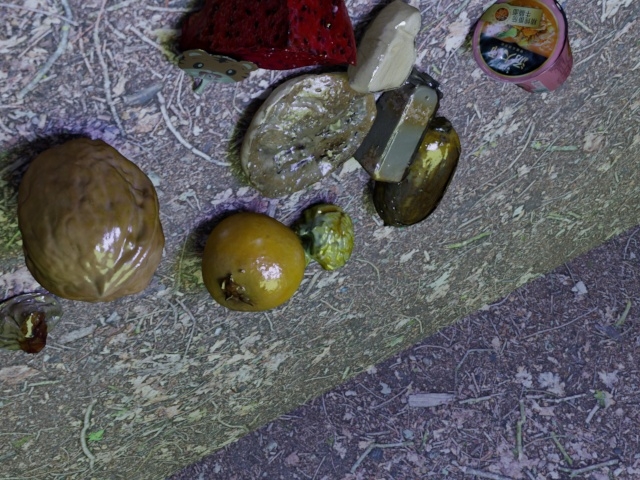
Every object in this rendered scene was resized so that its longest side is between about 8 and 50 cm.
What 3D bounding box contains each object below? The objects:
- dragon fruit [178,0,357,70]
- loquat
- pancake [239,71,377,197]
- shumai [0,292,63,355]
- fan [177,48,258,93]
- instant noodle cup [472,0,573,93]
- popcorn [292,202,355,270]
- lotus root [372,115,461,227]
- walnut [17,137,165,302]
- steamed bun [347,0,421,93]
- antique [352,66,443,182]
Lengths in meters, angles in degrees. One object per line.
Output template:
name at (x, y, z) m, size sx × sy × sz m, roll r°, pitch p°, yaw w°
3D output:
dragon fruit at (-0.128, -0.417, 1.588) m, size 0.330 × 0.240 × 0.302 m, roll -10°, pitch 118°, yaw 16°
loquat at (-0.184, 0.061, 2.182) m, size 0.275 × 0.275 × 0.275 m, roll -24°, pitch 150°, yaw -15°
pancake at (-0.029, -0.262, 2.033) m, size 0.387 × 0.082 × 0.387 m, roll -27°, pitch 150°, yaw -17°
shumai at (-0.713, 0.219, 2.049) m, size 0.201 × 0.120 × 0.201 m, roll -26°, pitch 148°, yaw -18°
fan at (-0.224, -0.334, 1.690) m, size 0.152 × 0.008 × 0.226 m, roll 8°, pitch 168°, yaw -21°
instant noodle cup at (0.539, -0.486, 2.146) m, size 0.244 × 0.244 × 0.255 m, roll -43°, pitch 158°, yaw 17°
popcorn at (0.000, 0.000, 2.360) m, size 0.212 × 0.198 × 0.198 m, roll -28°, pitch 152°, yaw 8°
lotus root at (0.262, -0.182, 2.360) m, size 0.196 × 0.179 × 0.397 m, roll 0°, pitch 135°, yaw -20°
walnut at (-0.460, -0.028, 1.696) m, size 0.306 × 0.344 × 0.306 m, roll -11°, pitch 149°, yaw -7°
steamed bun at (0.146, -0.446, 1.909) m, size 0.231 × 0.110 × 0.212 m, roll -24°, pitch 142°, yaw -61°
antique at (0.202, -0.304, 2.162) m, size 0.125 × 0.150 × 0.284 m, roll 3°, pitch 127°, yaw -46°
